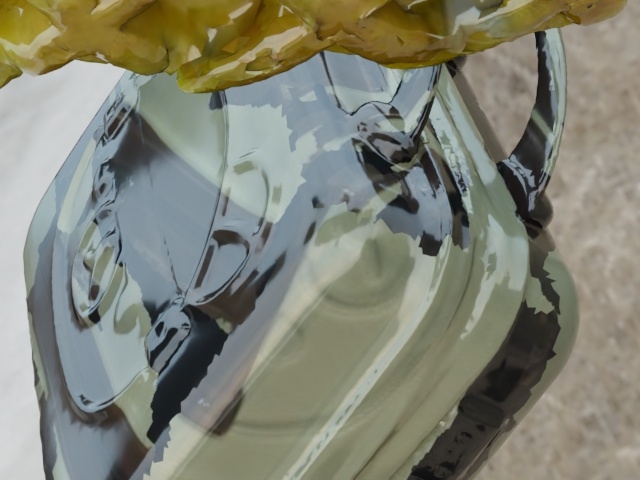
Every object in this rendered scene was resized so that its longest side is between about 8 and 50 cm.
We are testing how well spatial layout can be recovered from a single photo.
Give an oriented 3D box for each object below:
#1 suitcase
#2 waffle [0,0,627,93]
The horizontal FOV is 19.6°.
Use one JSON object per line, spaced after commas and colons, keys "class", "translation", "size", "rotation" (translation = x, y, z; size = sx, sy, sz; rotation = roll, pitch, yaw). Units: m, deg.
{"class": "suitcase", "translation": [0.000, 0.000, 0.951], "size": [0.339, 0.194, 0.351], "rotation": [-53, 29, 21]}
{"class": "waffle", "translation": [-0.002, -0.197, 0.579], "size": [0.382, 0.379, 0.095], "rotation": [-7, 44, -7]}
